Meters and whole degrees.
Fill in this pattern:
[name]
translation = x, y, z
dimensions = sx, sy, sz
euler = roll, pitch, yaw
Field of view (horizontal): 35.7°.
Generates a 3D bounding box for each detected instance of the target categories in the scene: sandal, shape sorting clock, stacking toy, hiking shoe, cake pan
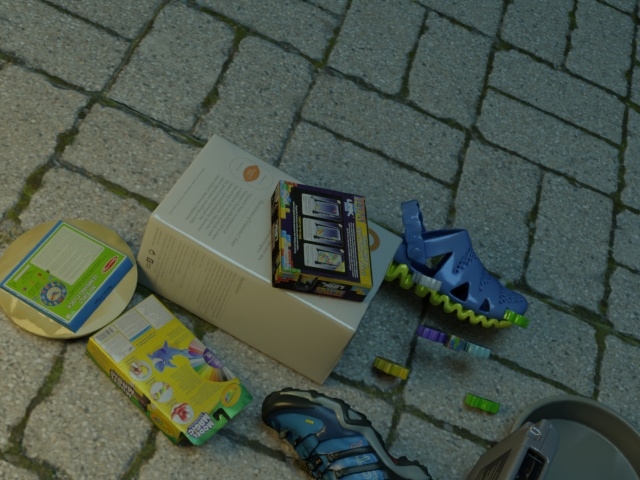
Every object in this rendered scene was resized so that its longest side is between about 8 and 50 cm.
[sandal]
translation = 0.213, 0.039, 1.667
dimensions = 0.317, 0.138, 0.126
euler = 27, 13, -5
[shape sorting clock]
translation = -0.377, 0.056, 1.478
dimensions = 0.206, 0.040, 0.206
euler = 2, 54, -3
[stacking toy]
translation = 0.214, 0.164, 1.597
dimensions = 0.221, 0.052, 0.167
euler = 22, 90, -13
[hiking shoe]
translation = 0.035, 0.326, 1.405
dimensions = 0.304, 0.113, 0.132
euler = 34, 48, 4
[cake pan]
translation = 0.415, 0.385, 1.560
dimensions = 0.293, 0.054, 0.293
euler = 12, 51, -15

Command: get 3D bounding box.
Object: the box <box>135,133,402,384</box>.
[box]
translation = -0.082, 0.028, 1.549
dimensions = 0.345, 0.168, 0.215
euler = 29, 49, 1

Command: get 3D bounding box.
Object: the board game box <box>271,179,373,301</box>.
[board game box]
translation = 0.000, 0.000, 1.460
dimensions = 0.141, 0.048, 0.170
euler = 12, 50, -17

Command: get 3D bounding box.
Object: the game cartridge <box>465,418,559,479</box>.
[game cartridge]
translation = 0.220, 0.395, 1.373
dimensions = 0.062, 0.198, 0.297
euler = 34, 52, 5

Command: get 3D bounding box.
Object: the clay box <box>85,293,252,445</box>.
[clay box]
translation = -0.218, 0.195, 1.439
dimensions = 0.222, 0.053, 0.127
euler = 44, 50, 11
